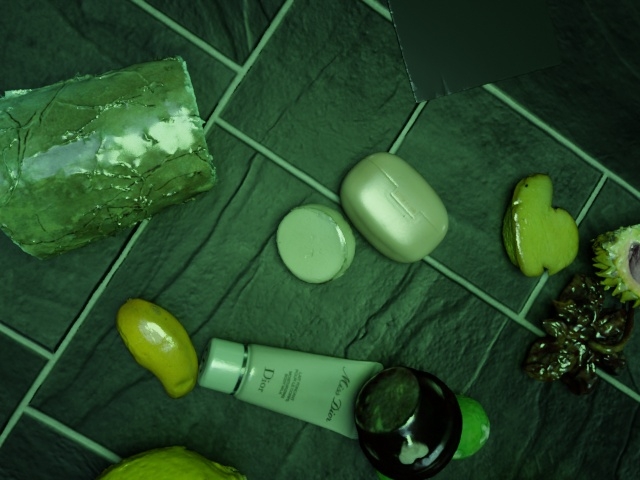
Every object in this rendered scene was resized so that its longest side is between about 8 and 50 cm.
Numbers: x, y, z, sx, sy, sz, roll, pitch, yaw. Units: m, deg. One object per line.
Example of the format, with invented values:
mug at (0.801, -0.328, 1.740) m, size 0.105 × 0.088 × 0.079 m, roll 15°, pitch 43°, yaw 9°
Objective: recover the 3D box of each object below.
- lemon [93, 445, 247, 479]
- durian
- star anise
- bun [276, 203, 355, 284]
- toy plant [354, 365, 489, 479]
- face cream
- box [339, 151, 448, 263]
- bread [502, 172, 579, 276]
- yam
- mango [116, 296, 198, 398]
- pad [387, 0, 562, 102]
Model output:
lemon at (-0.246, 0.445, 0.738) m, size 0.310 × 0.253 × 0.254 m, roll -26°, pitch 94°, yaw -22°
durian at (0.620, 0.037, 0.896) m, size 0.341 × 0.112 × 0.191 m, roll -16°, pitch 97°, yaw -18°
star anise at (0.467, 0.170, 0.886) m, size 0.189 × 0.126 × 0.220 m, roll 14°, pitch 92°, yaw -3°
bun at (0.000, 0.000, 0.844) m, size 0.138 × 0.094 × 0.138 m, roll 8°, pitch 109°, yaw 23°
toy plant at (0.165, 0.314, 0.832) m, size 0.218 × 0.175 × 0.235 m, roll -35°, pitch 127°, yaw 2°
face cream at (-0.049, 0.242, 0.849) m, size 0.314 × 0.089 × 0.143 m, roll 19°, pitch 88°, yaw -19°
box at (0.127, -0.056, 0.856) m, size 0.146 × 0.088 × 0.200 m, roll -45°, pitch 97°, yaw -6°
bread at (0.399, -0.027, 0.908) m, size 0.149 × 0.065 × 0.188 m, roll -3°, pitch 88°, yaw -18°
yam at (-0.337, -0.129, 0.741) m, size 0.348 × 0.241 × 0.241 m, roll -21°, pitch 93°, yaw -8°
mango at (-0.264, 0.174, 0.817) m, size 0.098 × 0.075 × 0.190 m, roll -31°, pitch 98°, yaw 10°
pad at (0.287, -0.385, 0.915) m, size 0.299 × 0.005 × 0.202 m, roll -17°, pitch 93°, yaw -7°
